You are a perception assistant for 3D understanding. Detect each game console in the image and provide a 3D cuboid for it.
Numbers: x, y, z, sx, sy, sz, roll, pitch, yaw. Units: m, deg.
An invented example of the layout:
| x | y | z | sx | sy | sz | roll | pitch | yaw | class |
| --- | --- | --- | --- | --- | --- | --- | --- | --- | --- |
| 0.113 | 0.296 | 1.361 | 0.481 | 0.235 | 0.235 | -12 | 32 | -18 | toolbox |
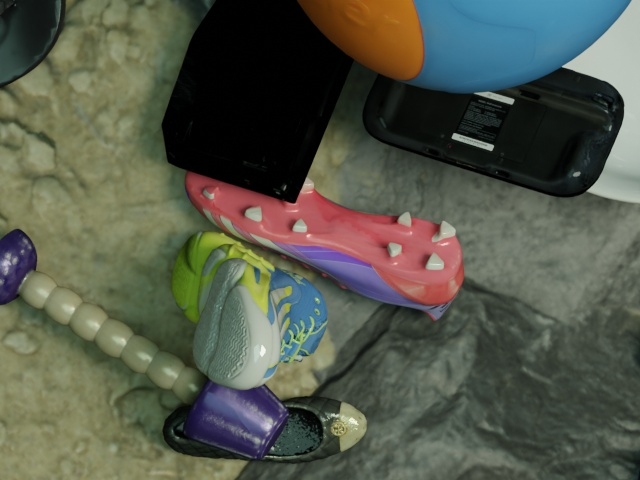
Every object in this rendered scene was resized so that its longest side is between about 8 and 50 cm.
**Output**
| x | y | z | sx | sy | sz | roll | pitch | yaw | class |
| --- | --- | --- | --- | --- | --- | --- | --- | --- | --- |
| 0.057 | -0.113 | 1.408 | 0.361 | 0.044 | 0.213 | 18 | 78 | 19 | game console |

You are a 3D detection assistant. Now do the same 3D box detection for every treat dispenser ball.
| x | y | z | sx | sy | sz | roll | pitch | yaw | class |
| --- | --- | --- | --- | --- | --- | --- | --- | --- | --- |
| 0.105 | -0.251 | 1.269 | 0.288 | 0.288 | 0.288 | 0 | 90 | -4 | treat dispenser ball |

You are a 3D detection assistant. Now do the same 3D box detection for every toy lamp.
| x | y | z | sx | sy | sz | roll | pitch | yaw | class |
| --- | --- | --- | --- | --- | --- | --- | --- | --- | --- |
| -0.151 | 0.087 | 1.429 | 0.274 | 0.080 | 0.080 | 32 | 88 | 7 | toy lamp |

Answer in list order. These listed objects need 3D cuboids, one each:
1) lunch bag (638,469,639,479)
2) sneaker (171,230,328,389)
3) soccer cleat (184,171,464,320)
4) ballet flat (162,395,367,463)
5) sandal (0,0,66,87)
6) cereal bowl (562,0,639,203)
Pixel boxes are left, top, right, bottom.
| x | y | z | sx | sy | sz | roll | pitch | yaw | class |
| --- | --- | --- | --- | --- | --- | --- | --- | --- | --- |
| 0.305 | 0.229 | 1.490 | 0.065 | 0.067 | 0.098 | 11 | 89 | -4 | lunch bag |
| -0.038 | 0.060 | 1.390 | 0.126 | 0.240 | 0.091 | 19 | 106 | -20 | sneaker |
| 0.000 | 0.000 | 1.466 | 0.248 | 0.095 | 0.083 | 17 | 51 | 9 | soccer cleat |
| -0.046 | 0.163 | 1.474 | 0.173 | 0.049 | 0.057 | -3 | 92 | -4 | ballet flat |
| -0.327 | -0.155 | 1.450 | 0.254 | 0.054 | 0.097 | -24 | 92 | -3 | sandal |
| 0.286 | -0.202 | 1.421 | 0.339 | 0.141 | 0.339 | 3 | 97 | 26 | cereal bowl |
